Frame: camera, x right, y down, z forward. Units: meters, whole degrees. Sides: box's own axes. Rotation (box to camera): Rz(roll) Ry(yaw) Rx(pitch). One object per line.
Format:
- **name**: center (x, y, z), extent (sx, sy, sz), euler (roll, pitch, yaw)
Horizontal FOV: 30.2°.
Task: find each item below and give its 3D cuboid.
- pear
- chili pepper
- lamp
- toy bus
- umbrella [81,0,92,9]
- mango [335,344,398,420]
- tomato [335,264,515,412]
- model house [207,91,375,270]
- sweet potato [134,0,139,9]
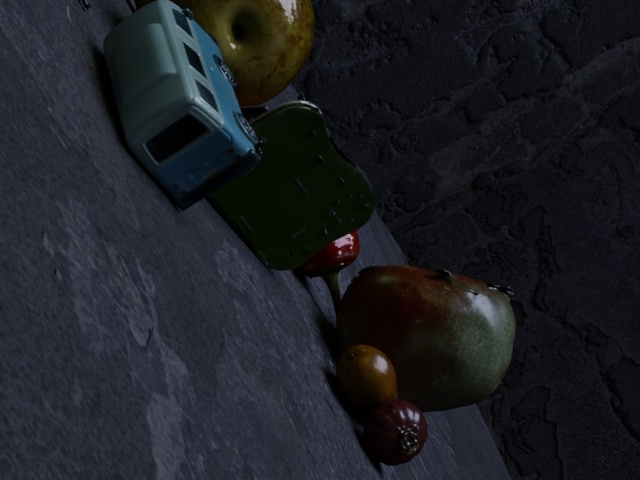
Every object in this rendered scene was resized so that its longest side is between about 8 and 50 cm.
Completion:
- **pear**: center (-0.150, -0.328, 1.832), extent (0.280, 0.281, 0.281), euler (58, 7, -11)
- **chili pepper**: center (0.000, -0.002, 2.075), extent (0.134, 0.131, 0.338), euler (21, 39, -63)
- **lamp**: center (0.111, 0.286, 1.764), extent (0.101, 0.101, 0.090), euler (56, -14, -20)
- **toy bus**: center (-0.192, -0.194, 1.528), extent (0.165, 0.133, 0.271), euler (46, 16, -44)
- **umbrella**: center (-0.340, -0.357, 1.639), extent (0.083, 0.020, 0.031), euler (58, -32, -8)
- **mango**: center (0.069, 0.224, 1.821), extent (0.105, 0.084, 0.159), euler (45, -25, 41)
- **tomato**: center (0.178, 0.171, 2.006), extent (0.303, 0.303, 0.239), euler (37, 62, -72)
- **model house**: center (-0.067, -0.116, 1.787), extent (0.294, 0.207, 0.154), euler (52, 6, -46)
- **sweet potato**: center (-0.254, -0.341, 2.019), extent (0.255, 0.058, 0.078), euler (62, -14, -13)
